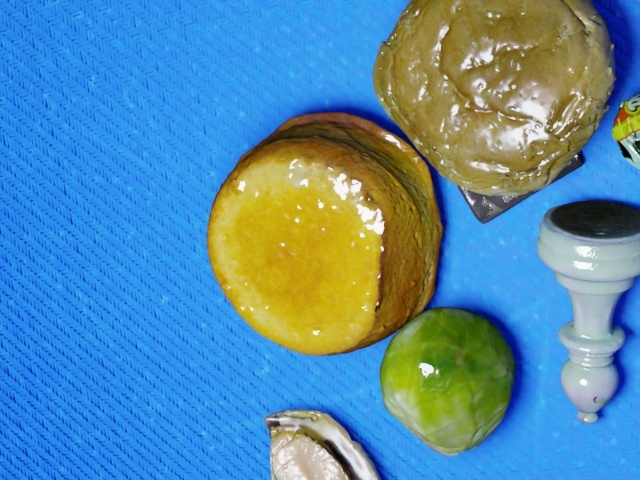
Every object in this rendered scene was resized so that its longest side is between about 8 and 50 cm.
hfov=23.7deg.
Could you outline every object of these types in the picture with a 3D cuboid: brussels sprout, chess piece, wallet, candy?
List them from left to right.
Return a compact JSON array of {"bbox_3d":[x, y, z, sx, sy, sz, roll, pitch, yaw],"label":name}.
[{"bbox_3d":[0.162,0.171,1.878,0.143,0.161,0.181,18,146,48],"label":"brussels sprout"},{"bbox_3d":[0.238,-0.089,1.855,0.156,0.018,0.082,-31,88,28],"label":"wallet"},{"bbox_3d":[0.324,0.098,1.815,0.139,0.139,0.272,9,117,23],"label":"chess piece"},{"bbox_3d":[0.432,-0.033,1.752,0.083,0.091,0.305,-28,96,25],"label":"candy"}]

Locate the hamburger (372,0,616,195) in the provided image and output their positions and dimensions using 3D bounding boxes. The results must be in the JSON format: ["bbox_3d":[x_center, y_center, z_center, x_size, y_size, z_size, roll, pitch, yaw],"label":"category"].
[{"bbox_3d":[0.200,-0.198,1.773,0.285,0.134,0.265,44,118,14],"label":"hamburger"}]

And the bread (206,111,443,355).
[{"bbox_3d":[-0.001,-0.006,1.897,0.312,0.172,0.312,6,106,22],"label":"bread"}]

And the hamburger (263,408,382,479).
[{"bbox_3d":[0.010,0.314,2.009,0.155,0.135,0.208,-18,79,11],"label":"hamburger"}]
